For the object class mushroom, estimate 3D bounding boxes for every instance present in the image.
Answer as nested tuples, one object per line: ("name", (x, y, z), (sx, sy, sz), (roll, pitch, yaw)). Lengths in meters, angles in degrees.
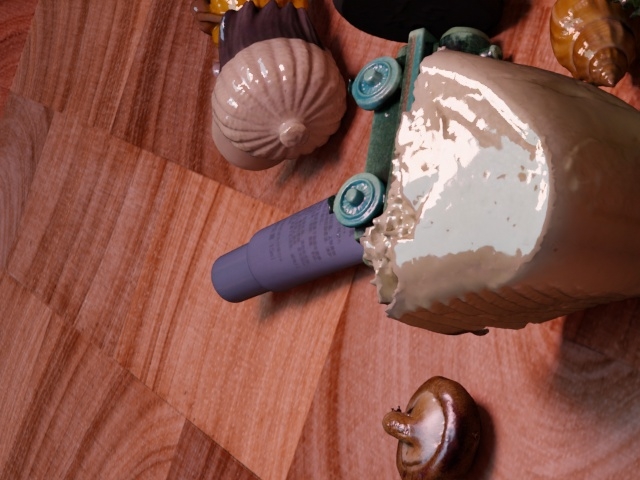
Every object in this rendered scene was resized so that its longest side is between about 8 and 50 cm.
("mushroom", (0.121, 0.208, 1.760), (0.127, 0.087, 0.127), (-41, 42, 51))

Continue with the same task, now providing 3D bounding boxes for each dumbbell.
("dumbbell", (0.130, -0.412, 1.953), (0.203, 0.203, 0.322), (-19, 60, 57))

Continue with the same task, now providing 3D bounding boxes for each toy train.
("toy train", (0.125, -0.109, 1.892), (0.194, 0.120, 0.298), (-15, 54, 38))

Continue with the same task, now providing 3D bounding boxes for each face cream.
("face cream", (0.000, 0.000, 2.095), (0.385, 0.086, 0.136), (-23, 49, 46))

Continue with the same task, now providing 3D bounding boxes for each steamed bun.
("steamed bun", (0.188, -0.061, 1.554), (0.273, 0.290, 0.272), (-15, 82, 37))

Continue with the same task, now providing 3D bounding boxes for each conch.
("conch", (0.288, -0.241, 1.685), (0.093, 0.109, 0.330), (-49, 18, 35))

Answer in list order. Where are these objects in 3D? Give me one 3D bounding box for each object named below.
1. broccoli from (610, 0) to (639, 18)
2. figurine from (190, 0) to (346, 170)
("broccoli", (0.379, -0.314, 1.527), (0.274, 0.177, 0.199), (-10, 67, 38))
("figurine", (-0.077, -0.262, 2.227), (0.204, 0.185, 0.332), (93, 164, -75))
